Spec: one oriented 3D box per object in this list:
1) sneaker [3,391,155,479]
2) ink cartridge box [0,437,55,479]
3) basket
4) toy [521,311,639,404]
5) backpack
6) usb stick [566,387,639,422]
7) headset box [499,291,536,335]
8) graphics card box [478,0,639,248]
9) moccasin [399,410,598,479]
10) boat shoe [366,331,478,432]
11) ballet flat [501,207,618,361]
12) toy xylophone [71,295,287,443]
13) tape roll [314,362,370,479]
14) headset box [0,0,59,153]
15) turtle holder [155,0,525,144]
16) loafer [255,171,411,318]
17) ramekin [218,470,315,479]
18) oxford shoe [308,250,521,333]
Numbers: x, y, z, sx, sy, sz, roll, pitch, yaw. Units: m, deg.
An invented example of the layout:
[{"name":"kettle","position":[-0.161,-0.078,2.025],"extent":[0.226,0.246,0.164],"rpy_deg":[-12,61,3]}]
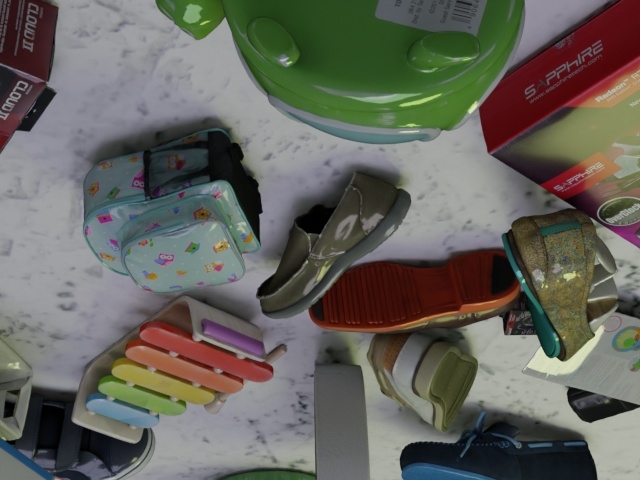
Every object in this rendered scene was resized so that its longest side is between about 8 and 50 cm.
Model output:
[{"name":"sneaker","position":[-0.408,0.291,1.876],"extent":[0.321,0.126,0.127],"rpy_deg":[-4,149,6]},{"name":"ink cartridge box","position":[-0.587,0.304,1.710],"extent":[0.395,0.166,0.285],"rpy_deg":[-9,135,49]},{"name":"basket","position":[-0.481,0.192,1.754],"extent":[0.103,0.113,0.167],"rpy_deg":[-9,143,16]},{"name":"toy","position":[0.399,0.146,1.755],"extent":[0.237,0.056,0.137],"rpy_deg":[18,121,-20]},{"name":"backpack","position":[-0.172,-0.024,1.446],"extent":[0.188,0.144,0.166],"rpy_deg":[-6,149,11]},{"name":"usb stick","position":[0.488,0.199,1.854],"extent":[0.278,0.045,0.077],"rpy_deg":[-23,132,27]},{"name":"headset box","position":[0.280,0.098,1.717],"extent":[0.083,0.032,0.062],"rpy_deg":[0,143,0]},{"name":"graphics card box","position":[0.380,-0.104,1.397],"extent":[0.371,0.094,0.233],"rpy_deg":[27,135,-34]},{"name":"moccasin","position":[0.269,0.337,1.982],"extent":[0.342,0.116,0.138],"rpy_deg":[14,153,-28]},{"name":"boat shoe","position":[0.141,0.180,1.762],"extent":[0.103,0.113,0.302],"rpy_deg":[25,166,20]},{"name":"ballet flat","position":[0.294,0.056,1.518],"extent":[0.123,0.123,0.348],"rpy_deg":[-10,156,12]},{"name":"toy xylophone","position":[-0.185,0.182,1.775],"extent":[0.236,0.081,0.323],"rpy_deg":[19,139,-27]},{"name":"tape roll","position":[0.028,0.368,1.783],"extent":[0.072,0.392,0.392],"rpy_deg":[-1,144,0]},{"name":"headset box","position":[-0.408,-0.170,1.261],"extent":[0.293,0.110,0.218],"rpy_deg":[20,139,-26]},{"name":"turtle holder","position":[0.018,-0.190,1.147],"extent":[0.320,0.243,0.227],"rpy_deg":[-13,160,1]},{"name":"loafer","position":[0.000,0.000,1.543],"extent":[0.087,0.094,0.251],"rpy_deg":[41,121,-12]},{"name":"ramekin","position":[-0.082,0.507,2.164],"extent":[0.303,0.148,0.303],"rpy_deg":[-1,143,-1]},{"name":"oxford shoe","position":[0.122,0.085,1.646],"extent":[0.271,0.097,0.098],"rpy_deg":[-6,149,6]}]
